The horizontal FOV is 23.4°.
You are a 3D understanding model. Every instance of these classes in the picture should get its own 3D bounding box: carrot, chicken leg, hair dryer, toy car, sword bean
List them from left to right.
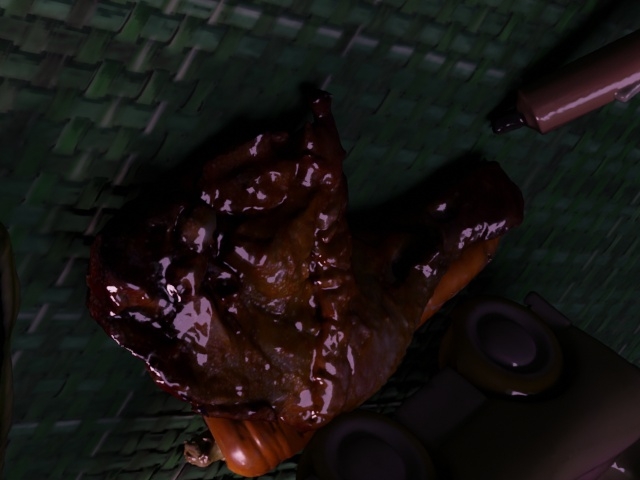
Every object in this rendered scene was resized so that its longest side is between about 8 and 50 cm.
[{"bbox_3d":[-0.172,0.087,0.765,0.043,0.038,0.269,-27,147,-35],"label":"sword bean"},{"bbox_3d":[-0.003,0.012,0.840,0.322,0.083,0.177,15,99,-52],"label":"chicken leg"},{"bbox_3d":[0.026,0.065,0.951,0.257,0.061,0.061,-34,148,-21],"label":"carrot"},{"bbox_3d":[0.085,0.211,0.970,0.336,0.226,0.242,-36,161,-47],"label":"toy car"},{"bbox_3d":[0.186,-0.100,0.908,0.182,0.117,0.064,-26,152,9],"label":"hair dryer"}]
